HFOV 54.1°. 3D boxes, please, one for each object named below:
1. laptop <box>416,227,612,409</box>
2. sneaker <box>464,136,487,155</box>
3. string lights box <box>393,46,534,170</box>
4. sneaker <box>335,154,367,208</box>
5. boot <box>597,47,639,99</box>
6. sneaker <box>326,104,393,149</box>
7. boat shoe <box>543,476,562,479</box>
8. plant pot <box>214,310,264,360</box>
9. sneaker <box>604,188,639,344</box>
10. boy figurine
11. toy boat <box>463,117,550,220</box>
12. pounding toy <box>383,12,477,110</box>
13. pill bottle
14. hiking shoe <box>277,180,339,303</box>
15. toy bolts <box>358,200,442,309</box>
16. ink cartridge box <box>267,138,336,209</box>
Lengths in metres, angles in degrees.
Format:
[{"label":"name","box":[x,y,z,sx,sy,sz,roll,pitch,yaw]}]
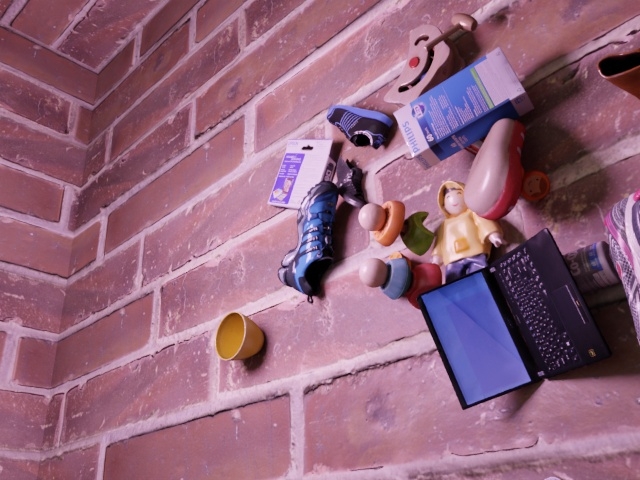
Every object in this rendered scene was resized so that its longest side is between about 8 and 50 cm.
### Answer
[{"label":"laptop","box":[0.327,0.145,1.112,0.234,0.136,0.264,69,152,16]},{"label":"sneaker","box":[0.324,-0.285,1.421,0.128,0.087,0.221,-52,54,5]},{"label":"string lights box","box":[0.299,-0.276,1.333,0.259,0.076,0.133,-29,58,22]},{"label":"sneaker","box":[0.083,-0.150,1.628,0.089,0.051,0.170,-62,37,13]},{"label":"boot","box":[0.600,-0.258,0.939,0.264,0.280,0.096,-8,67,45]},{"label":"sneaker","box":[0.087,-0.300,1.669,0.232,0.081,0.090,21,82,48]},{"label":"boat shoe","box":[0.330,0.489,1.055,0.083,0.075,0.226,36,100,49]},{"label":"plant pot","box":[-0.212,0.270,1.726,0.134,0.095,0.134,-22,58,41]},{"label":"sneaker","box":[0.537,0.067,1.010,0.112,0.120,0.299,131,145,-65]},{"label":"boy figurine","box":[0.302,0.003,1.296,0.177,0.092,0.285,-18,64,45]},{"label":"toy boat","box":[0.379,-0.127,1.237,0.231,0.151,0.151,-60,-7,-47]},{"label":"pounding toy","box":[0.241,-0.442,1.507,0.269,0.154,0.154,-54,47,15]},{"label":"pill bottle","box":[0.451,0.059,1.115,0.137,0.078,0.078,-28,54,37]},{"label":"hiking shoe","box":[0.000,0.000,1.619,0.132,0.113,0.304,31,108,41]},{"label":"toy bolts","box":[0.138,0.048,1.334,0.229,0.158,0.218,-96,27,-50]},{"label":"ink cartridge box","box":[-0.047,-0.187,1.791,0.206,0.045,0.208,11,83,49]}]
